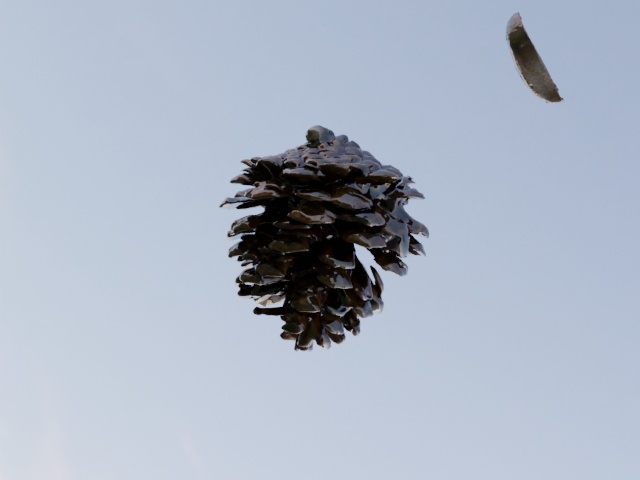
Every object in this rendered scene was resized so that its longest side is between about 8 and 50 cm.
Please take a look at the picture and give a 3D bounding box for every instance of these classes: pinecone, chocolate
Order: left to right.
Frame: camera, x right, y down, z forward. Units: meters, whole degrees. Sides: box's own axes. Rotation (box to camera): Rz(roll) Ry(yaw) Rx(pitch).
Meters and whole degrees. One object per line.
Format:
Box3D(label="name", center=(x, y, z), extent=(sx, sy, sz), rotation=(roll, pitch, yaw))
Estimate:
Box3D(label="pinecone", center=(0.000, 0.000, 0.989), extent=(0.173, 0.173, 0.173), rotation=(31, -45, 36))
Box3D(label="chocolate", center=(0.221, -0.188, 1.370), extent=(0.031, 0.064, 0.100), rotation=(-26, -54, 16))
